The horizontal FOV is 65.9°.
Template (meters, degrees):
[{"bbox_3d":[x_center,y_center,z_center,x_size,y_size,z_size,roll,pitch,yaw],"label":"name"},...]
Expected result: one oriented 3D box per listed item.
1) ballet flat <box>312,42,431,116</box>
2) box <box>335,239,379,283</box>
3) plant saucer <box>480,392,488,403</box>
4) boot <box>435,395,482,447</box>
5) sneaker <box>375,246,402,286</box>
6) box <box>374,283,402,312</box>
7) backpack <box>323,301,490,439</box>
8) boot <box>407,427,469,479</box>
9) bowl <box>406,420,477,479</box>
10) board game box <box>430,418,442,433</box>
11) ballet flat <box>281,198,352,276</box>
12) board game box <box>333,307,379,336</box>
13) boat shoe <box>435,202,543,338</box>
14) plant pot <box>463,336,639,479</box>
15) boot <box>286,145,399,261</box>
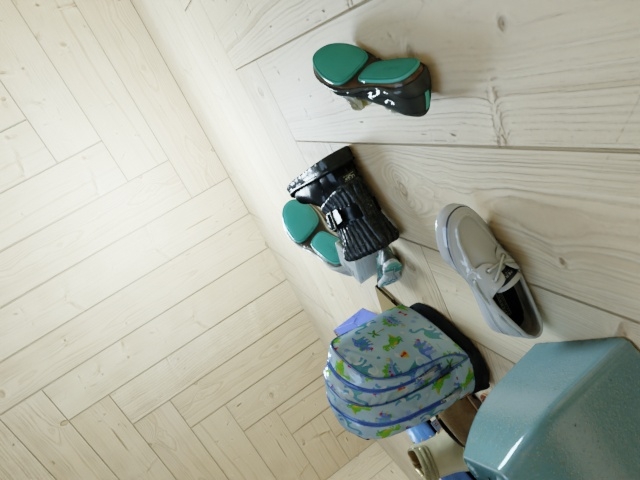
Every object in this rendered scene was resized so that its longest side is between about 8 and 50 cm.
[{"bbox_3d":[0.079,-0.259,0.826,0.280,0.095,0.096,41,171,50],"label":"ballet flat"},{"bbox_3d":[0.110,0.042,1.381,0.101,0.087,0.102,46,161,40],"label":"box"},{"bbox_3d":[0.434,0.417,1.236,0.084,0.013,0.083,52,165,21],"label":"plant saucer"},{"bbox_3d":[0.343,0.425,1.365,0.305,0.115,0.112,52,167,27],"label":"boot"},{"bbox_3d":[0.175,0.067,1.306,0.167,0.064,0.076,94,157,-63],"label":"sneaker"},{"bbox_3d":[0.238,0.244,1.520,0.164,0.021,0.201,43,160,46],"label":"box"},{"bbox_3d":[0.175,0.303,1.171,0.290,0.355,0.274,43,159,48],"label":"backpack"},{"bbox_3d":[0.340,0.567,1.413,0.262,0.203,0.095,-114,11,-66],"label":"boot"},{"bbox_3d":[0.428,0.742,1.662,0.391,0.077,0.391,50,180,0],"label":"bowl"},{"bbox_3d":[0.434,0.638,1.583,0.194,0.060,0.194,50,177,12],"label":"board game box"},{"bbox_3d":[0.000,0.000,1.633,0.400,0.139,0.139,42,160,45],"label":"ballet flat"},{"bbox_3d":[0.203,0.398,1.676,0.291,0.141,0.232,56,169,-7],"label":"board game box"},{"bbox_3d":[0.281,0.055,0.804,0.268,0.096,0.088,61,162,-17],"label":"boat shoe"},{"bbox_3d":[0.371,0.325,0.748,0.248,0.252,0.247,56,167,8],"label":"plant pot"},{"bbox_3d":[0.045,-0.074,1.260,0.260,0.131,0.348,59,166,-5],"label":"boot"}]
